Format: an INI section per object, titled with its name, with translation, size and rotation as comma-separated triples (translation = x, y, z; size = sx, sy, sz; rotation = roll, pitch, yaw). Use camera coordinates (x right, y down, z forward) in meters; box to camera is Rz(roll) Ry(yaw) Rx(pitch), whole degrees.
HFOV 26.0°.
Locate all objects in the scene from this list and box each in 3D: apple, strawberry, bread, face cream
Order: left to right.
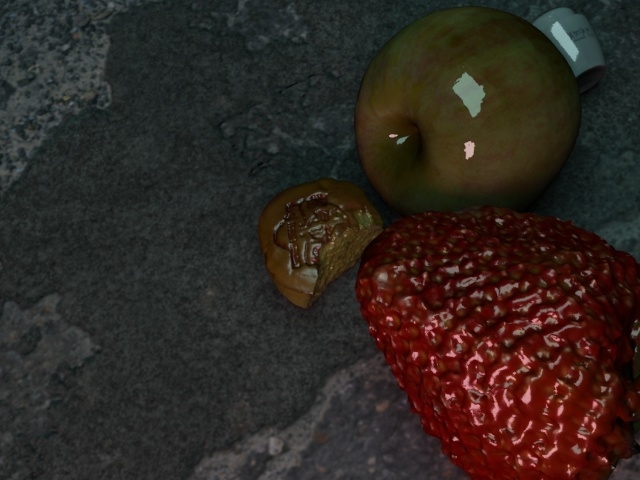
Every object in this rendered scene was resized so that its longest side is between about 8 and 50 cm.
[bread]
translation = -0.009, -0.004, 1.637
size = 0.125, 0.086, 0.156
rotation = 36, 71, 25
[apple]
translation = 0.173, -0.142, 1.609
size = 0.234, 0.256, 0.257
rotation = -22, 56, -40
[strawberry]
translation = 0.197, 0.099, 1.453
size = 0.351, 0.267, 0.312
rotation = 34, 48, 12
[face cream]
translation = 0.304, -0.234, 1.721
size = 0.091, 0.091, 0.095
rotation = -27, 68, -7
